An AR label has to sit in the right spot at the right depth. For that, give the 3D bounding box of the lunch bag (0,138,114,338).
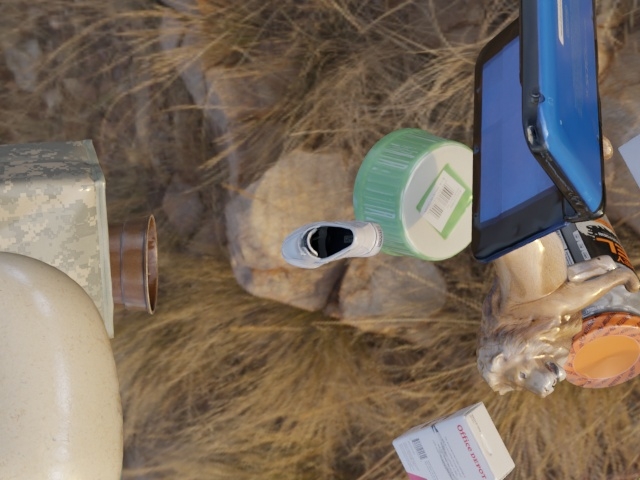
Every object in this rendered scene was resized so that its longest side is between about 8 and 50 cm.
[{"bbox_3d":[-0.401,0.025,1.055,0.169,0.236,0.286,-127,37,-53],"label":"lunch bag"}]

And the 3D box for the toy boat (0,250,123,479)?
[{"bbox_3d":[-0.309,0.155,0.657,0.318,0.148,0.267,-23,62,5],"label":"toy boat"}]

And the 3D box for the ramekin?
[{"bbox_3d":[0.238,-0.098,1.806,0.148,0.304,0.303,21,118,54],"label":"ramekin"}]

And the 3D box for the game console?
[{"bbox_3d":[0.187,-0.157,0.808,0.174,0.250,0.292,-10,63,32],"label":"game console"}]

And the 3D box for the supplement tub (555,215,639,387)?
[{"bbox_3d":[0.439,0.082,1.355,0.315,0.194,0.193,-95,29,-48],"label":"supplement tub"}]

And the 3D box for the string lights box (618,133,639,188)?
[{"bbox_3d":[0.685,-0.101,1.522,0.077,0.260,0.133,-36,49,30],"label":"string lights box"}]

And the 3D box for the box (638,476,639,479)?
[{"bbox_3d":[0.755,0.490,1.737,0.054,0.169,0.059,52,128,9],"label":"box"}]

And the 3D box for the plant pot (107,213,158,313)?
[{"bbox_3d":[-0.359,0.039,1.310,0.167,0.165,0.166,180,90,-84],"label":"plant pot"}]

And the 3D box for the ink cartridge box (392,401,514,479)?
[{"bbox_3d":[0.315,0.508,1.895,0.237,0.100,0.171,-33,79,40],"label":"ink cartridge box"}]

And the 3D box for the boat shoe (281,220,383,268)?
[{"bbox_3d":[0.000,0.000,1.527,0.258,0.084,0.095,-15,76,45],"label":"boat shoe"}]

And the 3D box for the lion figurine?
[{"bbox_3d":[0.285,0.020,1.075,0.240,0.142,0.392,-22,111,2],"label":"lion figurine"}]
